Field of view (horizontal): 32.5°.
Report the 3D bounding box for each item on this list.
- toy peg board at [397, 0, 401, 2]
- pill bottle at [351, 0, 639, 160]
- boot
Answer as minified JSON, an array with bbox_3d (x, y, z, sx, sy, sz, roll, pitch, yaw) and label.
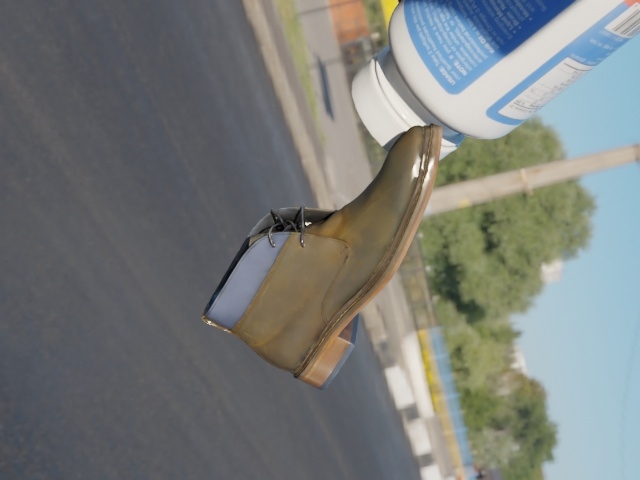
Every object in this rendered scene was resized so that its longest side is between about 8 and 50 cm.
[{"bbox_3d":[0.060,-0.309,1.217,0.079,0.161,0.160,-64,176,22],"label":"toy peg board"},{"bbox_3d":[0.125,-0.148,0.757,0.124,0.221,0.124,29,42,-29],"label":"pill bottle"},{"bbox_3d":[0.000,0.000,0.775,0.082,0.106,0.219,-84,-161,-68],"label":"boot"}]
